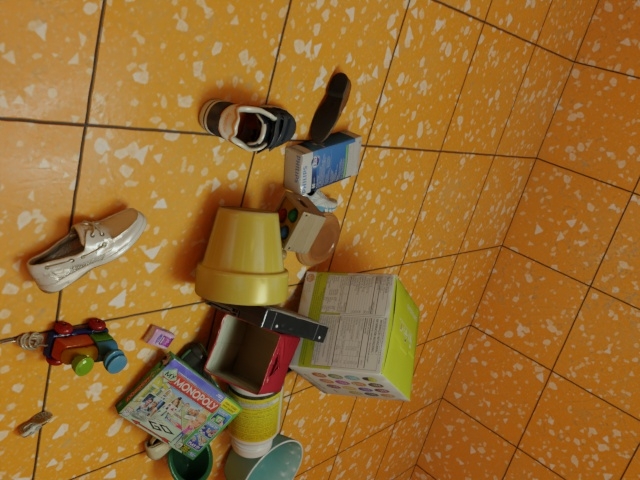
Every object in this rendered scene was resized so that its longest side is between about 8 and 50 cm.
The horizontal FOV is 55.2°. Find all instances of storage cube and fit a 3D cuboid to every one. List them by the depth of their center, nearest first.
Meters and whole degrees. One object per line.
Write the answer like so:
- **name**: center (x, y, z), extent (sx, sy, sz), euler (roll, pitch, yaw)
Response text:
- **storage cube**: center (-0.196, 0.338, 1.822), extent (0.193, 0.215, 0.184), euler (34, 75, -71)

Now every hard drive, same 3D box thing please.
- **hard drive**: center (-0.156, 0.223, 1.838), extent (0.339, 0.237, 0.064), euler (26, 82, -55)

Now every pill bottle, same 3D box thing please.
- **pill bottle**: center (-0.221, 0.554, 2.035), extent (0.188, 0.188, 0.334), euler (-23, 130, -41)

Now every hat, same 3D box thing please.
- **hat**: center (-0.467, 0.727, 1.993), extent (0.173, 0.183, 0.208), euler (-19, 87, -52)

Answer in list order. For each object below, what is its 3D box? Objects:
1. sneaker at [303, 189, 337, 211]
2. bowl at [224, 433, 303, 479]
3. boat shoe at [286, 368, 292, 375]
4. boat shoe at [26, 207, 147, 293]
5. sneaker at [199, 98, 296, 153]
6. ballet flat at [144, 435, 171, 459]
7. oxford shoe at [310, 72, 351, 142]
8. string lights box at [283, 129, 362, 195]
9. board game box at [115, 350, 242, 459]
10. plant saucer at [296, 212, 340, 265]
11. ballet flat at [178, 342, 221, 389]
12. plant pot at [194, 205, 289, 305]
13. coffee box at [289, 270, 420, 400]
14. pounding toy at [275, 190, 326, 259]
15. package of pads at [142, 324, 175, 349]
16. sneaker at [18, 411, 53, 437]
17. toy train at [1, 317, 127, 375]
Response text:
- **sneaker**: center (-0.008, -0.133, 1.922), extent (0.190, 0.071, 0.083), euler (-6, 113, -50)
- **bowl**: center (-0.228, 0.817, 2.234), extent (0.311, 0.163, 0.311), euler (-30, 135, -36)
- **boat shoe**: center (-0.073, 0.400, 2.182), extent (0.307, 0.104, 0.111), euler (-31, 134, -37)
- **boat shoe**: center (-0.513, 0.003, 1.356), extent (0.277, 0.098, 0.096), euler (-40, 141, -25)
- **sneaker**: center (-0.153, -0.286, 1.582), extent (0.321, 0.127, 0.126), euler (-7, 118, -51)
- **ballet flat**: center (-0.435, 0.566, 1.879), extent (0.248, 0.086, 0.086), euler (-40, 141, -25)
- **oxford shoe**: center (0.040, -0.381, 1.805), extent (0.212, 0.076, 0.076), euler (-63, 156, 5)
- **string lights box**: center (0.010, -0.239, 1.858), extent (0.259, 0.077, 0.133), euler (-24, 131, -40)
- **board game box**: center (-0.402, 0.485, 1.780), extent (0.213, 0.046, 0.317), euler (-45, 126, -5)
- **plant saucer**: center (0.000, 0.000, 2.051), extent (0.200, 0.037, 0.200), euler (-30, 134, -36)
- **ballet flat**: center (-0.363, 0.428, 1.863), extent (0.096, 0.095, 0.280), euler (-31, 126, -22)
- **plant pot**: center (-0.204, 0.034, 1.659), extent (0.254, 0.254, 0.239), euler (0, 99, -51)
- **coffee box**: center (0.129, 0.328, 2.087), extent (0.337, 0.334, 0.338), euler (51, 45, -54)
- **pounding toy**: center (-0.103, -0.034, 1.777), extent (0.094, 0.181, 0.206), euler (14, 114, -37)
- **package of pads**: center (-0.445, 0.267, 1.687), extent (0.050, 0.032, 0.083), euler (-55, 145, -3)
- **sneaker**: center (-0.699, 0.453, 1.508), extent (0.083, 0.032, 0.037), euler (-28, 148, -31)
- **toy train**: center (-0.582, 0.264, 1.414), extent (0.248, 0.143, 0.105), euler (1, 112, -52)
